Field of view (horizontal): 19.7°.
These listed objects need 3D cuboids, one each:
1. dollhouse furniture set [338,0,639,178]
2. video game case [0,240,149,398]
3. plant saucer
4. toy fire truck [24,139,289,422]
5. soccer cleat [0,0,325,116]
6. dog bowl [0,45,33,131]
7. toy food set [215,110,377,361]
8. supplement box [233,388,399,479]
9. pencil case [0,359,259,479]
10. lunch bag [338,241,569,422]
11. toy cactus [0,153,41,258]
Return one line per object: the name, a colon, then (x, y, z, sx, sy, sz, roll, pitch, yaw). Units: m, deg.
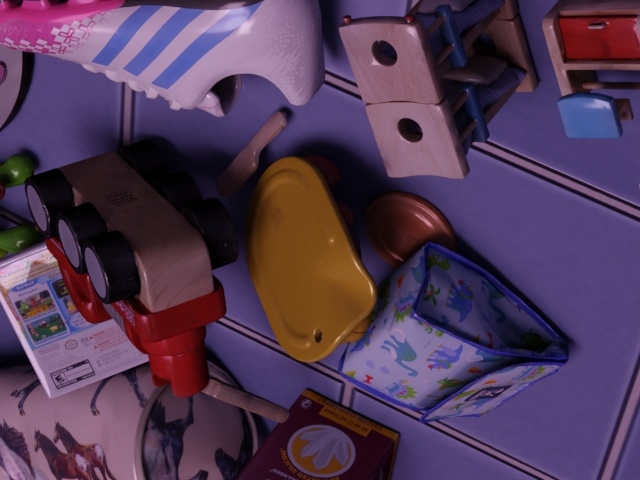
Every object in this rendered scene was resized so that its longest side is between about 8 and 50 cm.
dollhouse furniture set: (0.135, -0.131, 1.281, 0.184, 0.129, 0.129, 3, 127, 36)
video game case: (-0.210, 0.058, 1.709, 0.157, 0.019, 0.143, -22, 107, 6)
plant saucer: (0.073, -0.003, 1.528, 0.083, 0.013, 0.083, 20, 135, 20)
toy fire truck: (-0.134, 0.058, 1.598, 0.217, 0.158, 0.246, 39, 143, 53)
soccer cleat: (-0.144, -0.159, 1.471, 0.331, 0.116, 0.143, 4, 127, 34)
dog bowl: (-0.465, -0.212, 1.637, 0.408, 0.150, 0.408, 19, 135, 21)
toy food set: (0.000, 0.000, 1.516, 0.128, 0.071, 0.218, -53, 47, 39)
supplement box: (-0.019, 0.238, 1.676, 0.104, 0.188, 0.081, 24, 136, 17)
pencil case: (-0.252, 0.213, 1.842, 0.410, 0.160, 0.183, -6, 95, 39)
lunch bag: (0.111, 0.090, 1.528, 0.151, 0.096, 0.129, 26, 143, -19)
toy cactus: (-0.352, 0.004, 1.744, 0.180, 0.112, 0.219, 12, 138, -30)
